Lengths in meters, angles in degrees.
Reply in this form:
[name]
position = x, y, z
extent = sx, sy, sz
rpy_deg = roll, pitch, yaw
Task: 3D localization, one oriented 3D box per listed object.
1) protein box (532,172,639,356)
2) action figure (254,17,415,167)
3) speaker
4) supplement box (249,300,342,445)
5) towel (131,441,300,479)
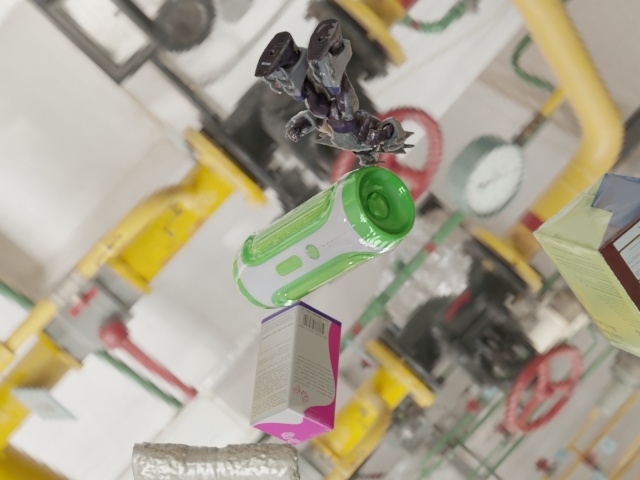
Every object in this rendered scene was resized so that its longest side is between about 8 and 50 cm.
[protein box]
position = 0.415, 0.037, 1.648
extent = 0.201, 0.136, 0.200
rpy_deg = 53, 173, -14
[action figure]
position = 0.021, -0.181, 1.783
extent = 0.185, 0.099, 0.285
rpy_deg = -1, 148, 28
[speaker]
position = 0.000, 0.000, 1.832
extent = 0.131, 0.131, 0.296
rpy_deg = 43, 137, -16
[supplement box]
position = -0.042, 0.239, 2.296
extent = 0.111, 0.114, 0.220
rpy_deg = 30, -133, -31
[towel]
position = -0.108, 0.326, 1.480
extent = 0.049, 0.187, 0.282
rpy_deg = -88, -4, -47
